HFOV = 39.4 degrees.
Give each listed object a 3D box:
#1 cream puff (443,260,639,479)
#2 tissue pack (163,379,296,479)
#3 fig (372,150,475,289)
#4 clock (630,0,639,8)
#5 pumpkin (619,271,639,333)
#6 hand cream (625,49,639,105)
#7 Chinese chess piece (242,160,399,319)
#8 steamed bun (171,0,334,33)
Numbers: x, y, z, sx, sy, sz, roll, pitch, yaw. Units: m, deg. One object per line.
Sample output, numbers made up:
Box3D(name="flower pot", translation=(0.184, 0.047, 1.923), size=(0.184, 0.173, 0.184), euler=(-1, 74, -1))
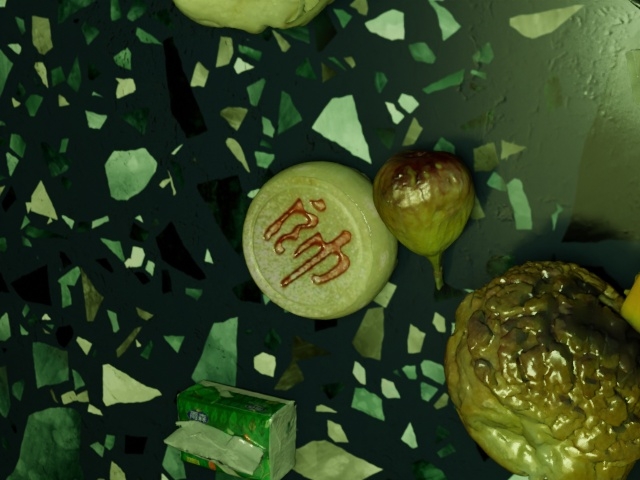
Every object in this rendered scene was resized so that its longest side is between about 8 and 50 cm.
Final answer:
Box3D(name="cream puff", translation=(0.346, 0.186, 1.267), size=(0.231, 0.326, 0.343), euler=(-53, 43, 48))
Box3D(name="tissue pack", translation=(-0.172, 0.370, 1.689), size=(0.208, 0.156, 0.148), euler=(9, 107, 25))
Box3D(name="fig", translation=(0.170, -0.025, 1.425), size=(0.159, 0.159, 0.257), euler=(1, 126, 26))
Box3D(name="clock", translation=(0.511, -0.430, 1.161), size=(0.312, 0.061, 0.313), euler=(8, 107, 25))
Box3D(name="pumpkin", translation=(0.553, 0.023, 1.156), size=(0.225, 0.303, 0.256), euler=(31, 158, 24))
Box3D(name="hand cream", translation=(0.539, -0.240, 1.217), size=(0.233, 0.050, 0.080), euler=(-5, 107, 34))
Box3D(name="Chinese chess piece", translation=(0.000, 0.000, 1.518), size=(0.269, 0.112, 0.270), euler=(7, 107, 24))
Box3D(name="steamed bun", translation=(-0.095, -0.490, 1.341), size=(0.324, 0.230, 0.372), euler=(11, 141, 8))
